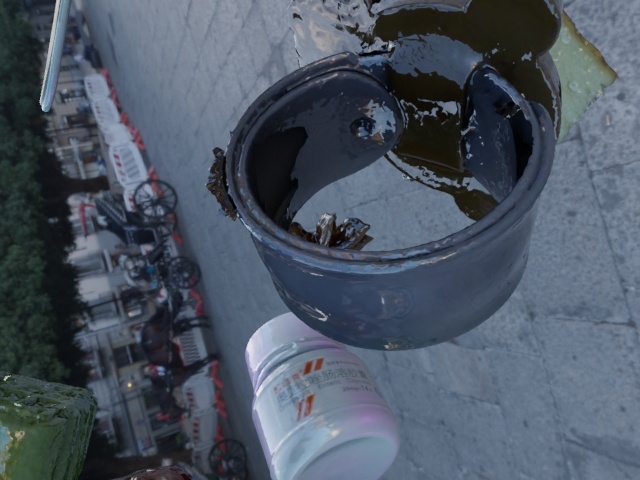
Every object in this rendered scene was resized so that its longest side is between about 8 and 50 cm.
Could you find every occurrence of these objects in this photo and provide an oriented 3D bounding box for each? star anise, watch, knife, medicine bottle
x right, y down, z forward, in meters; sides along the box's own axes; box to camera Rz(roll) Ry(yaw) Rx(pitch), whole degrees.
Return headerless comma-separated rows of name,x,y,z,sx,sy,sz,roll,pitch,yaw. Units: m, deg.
star anise,0.000,0.000,0.775,0.168,0.168,0.057,147,114,-67
watch,0.054,-0.072,0.534,0.335,0.326,0.314,23,151,26
knife,-0.381,-0.361,0.783,0.061,0.027,0.342,30,108,52
medicine bottle,-0.012,0.305,0.994,0.302,0.241,0.241,-122,27,-48

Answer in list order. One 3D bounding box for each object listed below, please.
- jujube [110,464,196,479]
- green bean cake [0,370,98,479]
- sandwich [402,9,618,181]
jujube,-0.213,0.419,0.653,0.183,0.184,0.243,132,129,-65
green bean cake,-0.365,0.191,0.515,0.222,0.248,0.124,148,133,-75
sandwich,0.231,-0.214,0.771,0.262,0.325,0.131,42,177,-12
